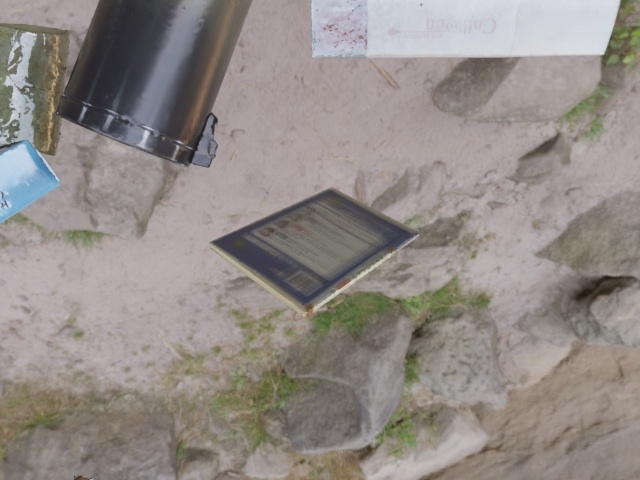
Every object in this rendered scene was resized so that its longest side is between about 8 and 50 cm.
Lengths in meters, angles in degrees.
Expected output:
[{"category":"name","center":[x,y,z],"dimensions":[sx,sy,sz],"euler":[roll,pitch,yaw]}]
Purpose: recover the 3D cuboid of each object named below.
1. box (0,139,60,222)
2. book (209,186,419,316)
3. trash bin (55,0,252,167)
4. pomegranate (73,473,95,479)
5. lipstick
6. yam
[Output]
[{"category":"box","center":[-0.507,-0.046,0.634],"dimensions":[0.143,0.232,0.083],"euler":[1,128,39]},{"category":"book","center":[0.000,0.000,0.817],"dimensions":[0.322,0.228,0.018],"euler":[-28,139,-41]},{"category":"trash bin","center":[-0.237,-0.286,0.692],"dimensions":[0.252,0.203,0.301],"euler":[20,94,-25]},{"category":"pomegranate","center":[-0.543,0.569,0.965],"dimensions":[0.130,0.130,0.130],"euler":[-3,132,-3]},{"category":"lipstick","center":[0.173,-0.279,0.588],"dimensions":[0.371,0.079,0.076],"euler":[-1,122,0]},{"category":"yam","center":[-0.606,-0.309,0.928],"dimensions":[0.161,0.161,0.268],"euler":[10,104,-15]}]
